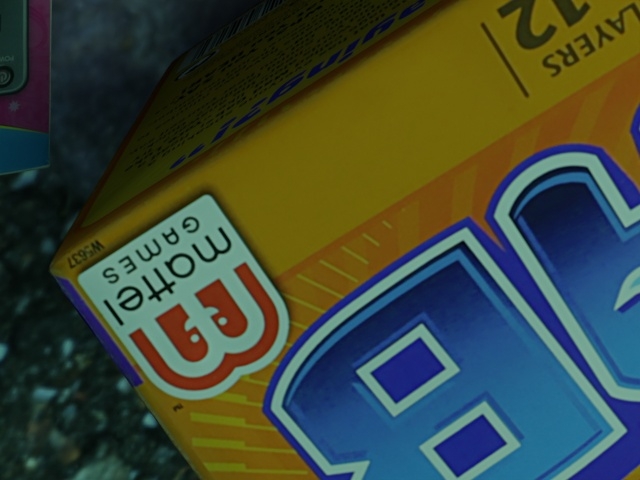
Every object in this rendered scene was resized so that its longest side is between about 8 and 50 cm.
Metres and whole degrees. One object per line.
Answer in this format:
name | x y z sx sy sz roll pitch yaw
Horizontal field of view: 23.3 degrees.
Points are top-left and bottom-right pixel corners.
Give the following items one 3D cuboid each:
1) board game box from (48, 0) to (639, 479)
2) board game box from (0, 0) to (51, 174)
board game box | 0.157 0.007 0.674 0.356 0.356 0.356 -32 104 11
board game box | -0.222 -0.164 0.617 0.224 0.097 0.303 -13 126 -29
